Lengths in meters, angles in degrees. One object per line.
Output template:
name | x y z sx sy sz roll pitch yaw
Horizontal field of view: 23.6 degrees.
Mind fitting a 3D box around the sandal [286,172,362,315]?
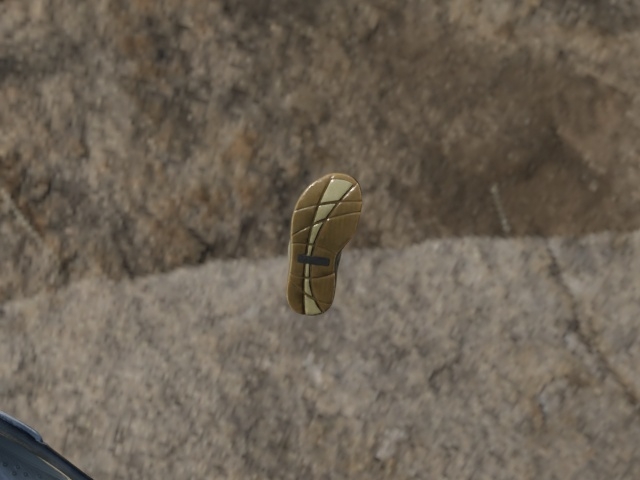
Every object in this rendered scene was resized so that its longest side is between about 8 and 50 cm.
sandal | 0.000 0.000 1.696 0.072 0.180 0.049 12 30 -1

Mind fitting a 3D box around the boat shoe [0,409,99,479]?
boat shoe | -0.154 0.213 0.962 0.302 0.091 0.114 40 66 -13
